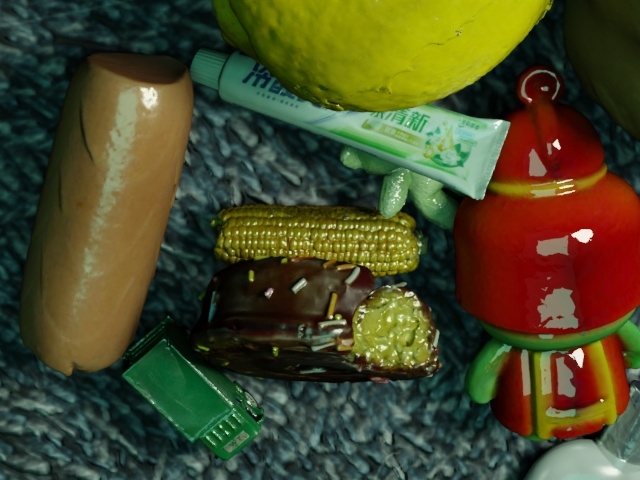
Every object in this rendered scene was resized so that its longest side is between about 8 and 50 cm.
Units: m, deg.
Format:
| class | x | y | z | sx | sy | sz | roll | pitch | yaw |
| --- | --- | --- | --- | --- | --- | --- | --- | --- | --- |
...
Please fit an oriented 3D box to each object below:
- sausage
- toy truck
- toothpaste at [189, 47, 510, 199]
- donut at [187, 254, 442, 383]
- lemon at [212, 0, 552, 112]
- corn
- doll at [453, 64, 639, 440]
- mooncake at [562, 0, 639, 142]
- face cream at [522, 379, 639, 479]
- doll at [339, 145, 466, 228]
| class | x | y | z | sx | sy | sz | roll | pitch | yaw |
| --- | --- | --- | --- | --- | --- | --- | --- | --- | --- |
| sausage | -0.199 | -0.022 | 1.677 | 0.121 | 0.121 | 0.304 | 13 | 107 | -7 |
| toy truck | -0.119 | 0.144 | 1.762 | 0.065 | 0.079 | 0.147 | -40 | 108 | 10 |
| toothpaste | 0.020 | -0.114 | 1.637 | 0.297 | 0.048 | 0.075 | 19 | 81 | 17 |
| donut | -0.007 | 0.074 | 1.682 | 0.230 | 0.216 | 0.096 | 14 | 75 | -42 |
| lemon | 0.054 | -0.246 | 1.530 | 0.297 | 0.297 | 0.297 | -1 | 109 | -2 |
| corn | 0.000 | 0.000 | 1.723 | 0.207 | 0.068 | 0.068 | 2 | 109 | -4 |
| doll | 0.212 | 0.014 | 1.687 | 0.182 | 0.160 | 0.363 | -9 | 109 | -3 |
| mooncake | 0.396 | -0.213 | 1.545 | 0.378 | 0.201 | 0.378 | -11 | 124 | -16 |
| face cream | 0.258 | 0.271 | 1.826 | 0.144 | 0.071 | 0.291 | 23 | 107 | -11 |
| doll | 0.084 | -0.073 | 1.701 | 0.150 | 0.077 | 0.115 | 43 | 83 | -29 |
